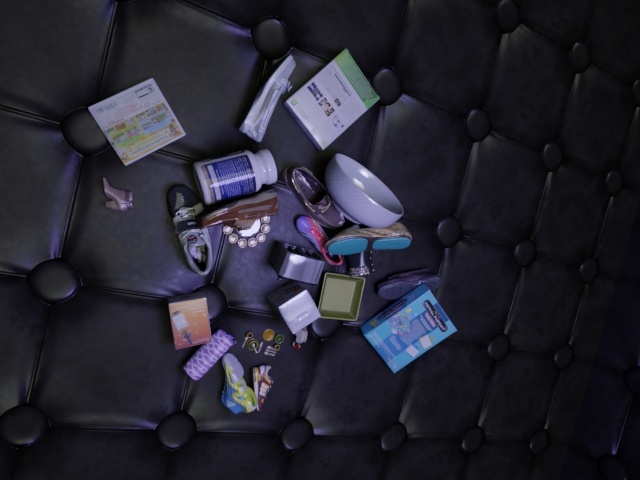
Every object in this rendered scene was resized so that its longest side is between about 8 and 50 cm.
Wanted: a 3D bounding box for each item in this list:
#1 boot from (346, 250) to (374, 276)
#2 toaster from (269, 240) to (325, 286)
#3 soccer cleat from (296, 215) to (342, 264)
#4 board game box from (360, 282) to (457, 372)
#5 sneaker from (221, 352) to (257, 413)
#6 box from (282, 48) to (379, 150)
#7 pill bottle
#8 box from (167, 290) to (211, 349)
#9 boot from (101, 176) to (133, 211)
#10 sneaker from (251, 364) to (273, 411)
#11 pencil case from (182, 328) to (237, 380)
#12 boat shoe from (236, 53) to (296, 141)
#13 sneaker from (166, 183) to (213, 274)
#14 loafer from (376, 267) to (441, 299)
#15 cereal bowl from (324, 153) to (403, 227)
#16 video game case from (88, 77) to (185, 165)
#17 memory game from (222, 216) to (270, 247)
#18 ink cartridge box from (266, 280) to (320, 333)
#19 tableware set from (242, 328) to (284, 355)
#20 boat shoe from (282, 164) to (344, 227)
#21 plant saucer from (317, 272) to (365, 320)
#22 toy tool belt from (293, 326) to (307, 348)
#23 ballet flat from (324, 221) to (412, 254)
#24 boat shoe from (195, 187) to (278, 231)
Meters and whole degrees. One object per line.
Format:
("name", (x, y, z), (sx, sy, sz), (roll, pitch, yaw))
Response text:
("boot", (0.206, 0.044, 1.770), (0.236, 0.085, 0.179), (-11, 90, -13))
("toaster", (-0.090, 0.089, 1.618), (0.168, 0.185, 0.110), (15, 102, -23))
("soccer cleat", (0.000, 0.000, 1.687), (0.083, 0.095, 0.248), (-42, 112, -7))
("board game box", (0.383, 0.383, 1.868), (0.336, 0.079, 0.254), (-36, 111, 3))
("sneaker", (-0.344, 0.557, 1.639), (0.126, 0.091, 0.240), (-28, 85, 12))
("box", (0.046, -0.536, 1.647), (0.322, 0.058, 0.232), (-43, 111, -9))
("pill bottle", (-0.296, -0.229, 1.501), (0.264, 0.153, 0.153), (-18, 105, -18))
("box", (-0.470, 0.284, 1.544), (0.130, 0.091, 0.171), (-9, 101, -21))
("boot", (-0.671, -0.155, 1.425), (0.087, 0.042, 0.119), (-9, 103, -27))
("sneaker", (-0.224, 0.587, 1.703), (0.083, 0.069, 0.186), (-6, 101, -16))
("pencil case", (-0.413, 0.421, 1.597), (0.206, 0.088, 0.086), (-44, 79, -10))
("boat shoe", (-0.178, -0.509, 1.532), (0.103, 0.118, 0.320), (31, 90, -29))
("sneaker", (-0.437, -0.034, 1.482), (0.122, 0.146, 0.331), (-20, 104, -17))
("loafer", (0.376, 0.185, 1.889), (0.302, 0.095, 0.109), (-7, 131, -17))
("cereal bowl", (0.143, -0.166, 1.620), (0.339, 0.339, 0.141), (30, 116, -23))
("video game case", (-0.601, -0.392, 1.422), (0.227, 0.026, 0.206), (-33, 109, -15))
("memory game", (-0.277, -0.063, 1.612), (0.186, 0.012, 0.186), (-3, 99, -21))
("ink cartridge box", (-0.104, 0.248, 1.641), (0.128, 0.176, 0.127), (-32, 109, -15))
("tableware set", (-0.224, 0.399, 1.699), (0.154, 0.024, 0.104), (24, 89, -23))
("boat shoe", (-0.014, -0.161, 1.657), (0.116, 0.096, 0.324), (-46, 112, -10))
("plant saucer", (0.079, 0.231, 1.784), (0.188, 0.045, 0.188), (10, 94, -23))
("toy tool belt", (-0.077, 0.396, 1.745), (0.051, 0.052, 0.083), (-8, 112, -66))
("ballet flat", (0.180, -0.016, 1.676), (0.348, 0.123, 0.123), (-5, 100, -10))
("boat shoe", (-0.272, -0.091, 1.508), (0.324, 0.122, 0.120), (-24, 107, -35))
